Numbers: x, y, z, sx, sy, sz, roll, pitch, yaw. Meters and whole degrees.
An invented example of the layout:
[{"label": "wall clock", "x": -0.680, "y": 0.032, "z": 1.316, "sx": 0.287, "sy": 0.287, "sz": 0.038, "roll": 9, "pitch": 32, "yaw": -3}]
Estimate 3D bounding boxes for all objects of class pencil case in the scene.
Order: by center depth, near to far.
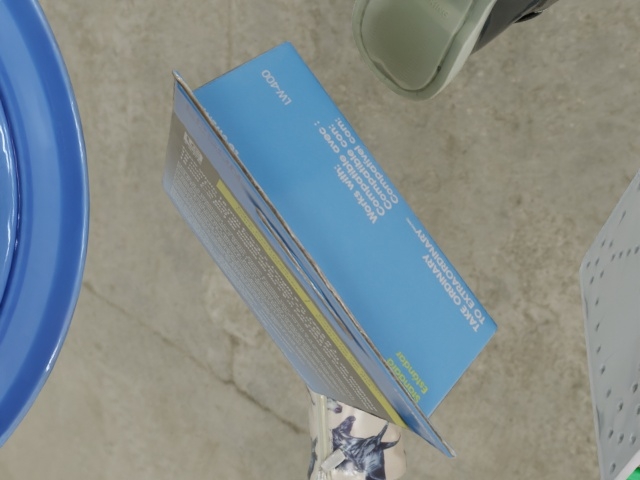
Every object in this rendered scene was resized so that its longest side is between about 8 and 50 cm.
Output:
[{"label": "pencil case", "x": 0.036, "y": 0.201, "z": 1.206, "sx": 0.159, "sy": 0.183, "sz": 0.411, "roll": -4, "pitch": 98, "yaw": 27}]

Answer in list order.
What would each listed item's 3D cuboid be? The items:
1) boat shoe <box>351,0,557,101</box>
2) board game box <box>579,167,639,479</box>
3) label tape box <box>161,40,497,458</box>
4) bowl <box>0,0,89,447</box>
[{"label": "boat shoe", "x": 0.122, "y": -0.202, "z": 0.443, "sx": 0.127, "sy": 0.113, "sz": 0.340, "roll": 45, "pitch": 158, "yaw": 6}, {"label": "board game box", "x": 0.396, "y": 0.005, "z": 0.797, "sx": 0.050, "sy": 0.390, "sz": 0.390, "roll": 20, "pitch": 127, "yaw": 0}, {"label": "label tape box", "x": 0.000, "y": 0.000, "z": 0.535, "sx": 0.241, "sy": 0.106, "sz": 0.333, "roll": 54, "pitch": 166, "yaw": -4}, {"label": "bowl", "x": -0.279, "y": -0.029, "z": 0.363, "sx": 0.077, "sy": 0.391, "sz": 0.391, "roll": -2, "pitch": 108, "yaw": 27}]
